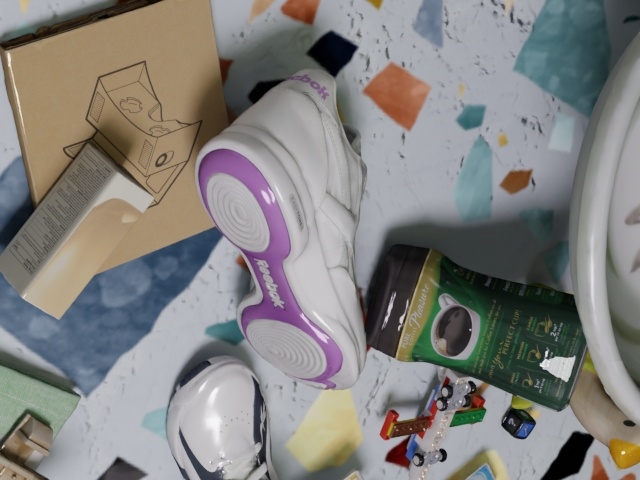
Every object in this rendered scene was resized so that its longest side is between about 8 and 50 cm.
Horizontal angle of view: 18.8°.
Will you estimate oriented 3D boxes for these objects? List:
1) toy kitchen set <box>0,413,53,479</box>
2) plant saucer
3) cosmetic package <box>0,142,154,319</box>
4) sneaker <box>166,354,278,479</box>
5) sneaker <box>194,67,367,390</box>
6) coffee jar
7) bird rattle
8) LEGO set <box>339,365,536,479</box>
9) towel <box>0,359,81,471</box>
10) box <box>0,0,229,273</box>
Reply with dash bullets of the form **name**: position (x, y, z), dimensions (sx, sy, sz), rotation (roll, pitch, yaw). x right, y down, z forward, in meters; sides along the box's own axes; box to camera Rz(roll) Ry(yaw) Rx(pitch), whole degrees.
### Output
- **toy kitchen set**: position (-0.213, 0.182, 1.460), dimensions (0.068, 0.075, 0.083), rotation (-52, 137, -3)
- **plant saucer**: position (0.309, -0.039, 1.581), dimensions (0.400, 0.100, 0.400), rotation (-15, 112, -43)
- **cosmetic package**: position (-0.179, -0.007, 1.400), dimensions (0.115, 0.060, 0.041), rotation (-51, 130, 3)
- **sneaker**: position (-0.055, 0.220, 1.570), dimensions (0.094, 0.153, 0.235), rotation (-9, 119, -31)
- **sneaker**: position (0.000, 0.000, 1.513), dimensions (0.152, 0.114, 0.305), rotation (-53, 149, -31)
- **coffee jar**: position (0.131, 0.070, 1.605), dimensions (0.184, 0.079, 0.096), rotation (18, 107, 6)
- **bird rattle**: position (0.295, 0.104, 1.718), dimensions (0.253, 0.207, 0.143), rotation (-16, 141, -15)
- **LEGO set**: position (0.081, 0.206, 1.739), dimensions (0.244, 0.060, 0.182), rotation (-38, 141, -8)
- **towel**: position (-0.358, 0.211, 1.447), dimensions (0.248, 0.038, 0.325), rotation (29, 95, -41)
- **box**: position (-0.144, -0.079, 1.437), dimensions (0.164, 0.021, 0.201), rotation (-22, 124, -22)
